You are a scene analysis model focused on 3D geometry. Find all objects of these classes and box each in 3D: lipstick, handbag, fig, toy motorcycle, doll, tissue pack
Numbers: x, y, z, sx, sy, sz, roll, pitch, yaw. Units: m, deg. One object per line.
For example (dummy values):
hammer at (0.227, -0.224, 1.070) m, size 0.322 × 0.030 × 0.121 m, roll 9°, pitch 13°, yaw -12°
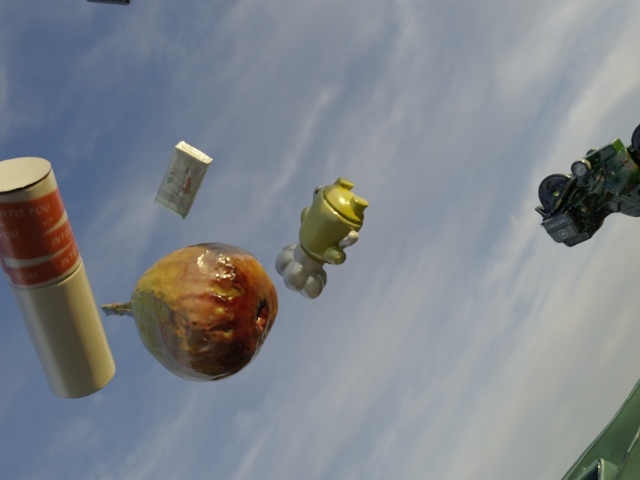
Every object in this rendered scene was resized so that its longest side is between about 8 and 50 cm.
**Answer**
lipstick at (-0.142, 0.023, 0.371) m, size 0.038 × 0.038 × 0.130 m, roll -37°, pitch -46°, yaw -40°
handbag at (0.326, 0.234, 0.616) m, size 0.144 × 0.221 × 0.057 m, roll -51°, pitch 13°, yaw -14°
fig at (-0.171, 0.081, 0.832) m, size 0.159 × 0.257 × 0.159 m, roll 11°, pitch -103°, yaw -55°
toy motorcycle at (0.486, -0.068, 1.145) m, size 0.125 × 0.187 × 0.275 m, roll -31°, pitch -1°, yaw -44°
doll at (0.000, 0.000, 0.886) m, size 0.062 × 0.106 × 0.162 m, roll 11°, pitch -56°, yaw -38°
tissue pack at (-0.203, -0.087, 1.041) m, size 0.108 × 0.056 × 0.023 m, roll -59°, pitch 2°, yaw 31°

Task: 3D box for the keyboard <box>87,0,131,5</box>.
keyboard at (-0.243, -0.391, 0.882) m, size 0.013 × 0.061 × 0.204 m, roll 40°, pitch -121°, yaw -75°
